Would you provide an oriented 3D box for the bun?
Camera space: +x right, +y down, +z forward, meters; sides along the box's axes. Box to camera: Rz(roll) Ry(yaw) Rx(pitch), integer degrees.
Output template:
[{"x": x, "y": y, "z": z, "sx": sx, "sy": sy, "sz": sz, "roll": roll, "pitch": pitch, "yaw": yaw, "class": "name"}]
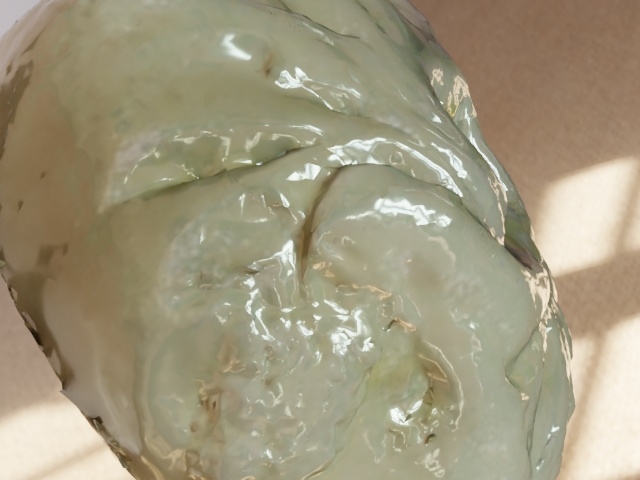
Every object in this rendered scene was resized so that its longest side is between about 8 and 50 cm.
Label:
[{"x": 0.000, "y": 0.000, "z": 0.724, "sx": 0.211, "sy": 0.360, "sz": 0.360, "roll": -36, "pitch": 30, "yaw": 13, "class": "bun"}]
